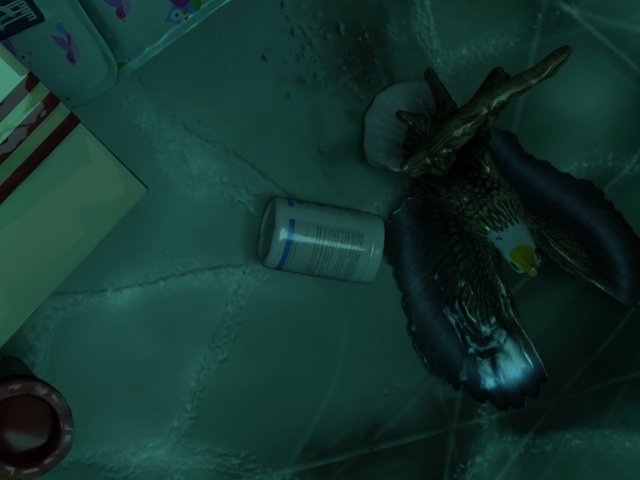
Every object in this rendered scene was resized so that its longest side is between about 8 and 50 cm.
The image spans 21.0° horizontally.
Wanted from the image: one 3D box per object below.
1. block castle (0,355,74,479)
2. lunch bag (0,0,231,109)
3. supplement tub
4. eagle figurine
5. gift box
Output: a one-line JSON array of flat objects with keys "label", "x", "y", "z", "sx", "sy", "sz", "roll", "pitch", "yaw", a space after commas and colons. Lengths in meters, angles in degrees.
[{"label": "block castle", "x": -0.381, "y": 0.322, "z": 1.463, "sx": 0.303, "sy": 0.213, "sz": 0.453, "roll": 4, "pitch": 100, "yaw": -15}, {"label": "lunch bag", "x": -0.215, "y": -0.254, "z": 1.505, "sx": 0.262, "sy": 0.160, "sz": 0.223, "roll": -34, "pitch": 116, "yaw": 2}, {"label": "supplement tub", "x": 0.000, "y": 0.000, "z": 1.632, "sx": 0.107, "sy": 0.071, "sz": 0.071, "roll": 11, "pitch": 91, "yaw": -15}, {"label": "eagle figurine", "x": 0.170, "y": -0.011, "z": 1.641, "sx": 0.226, "sy": 0.225, "sz": 0.298, "roll": -8, "pitch": 135, "yaw": 25}, {"label": "gift box", "x": -0.341, "y": -0.051, "z": 1.399, "sx": 0.276, "sy": 0.255, "sz": 0.258, "roll": 44, "pitch": 82, "yaw": -19}]
